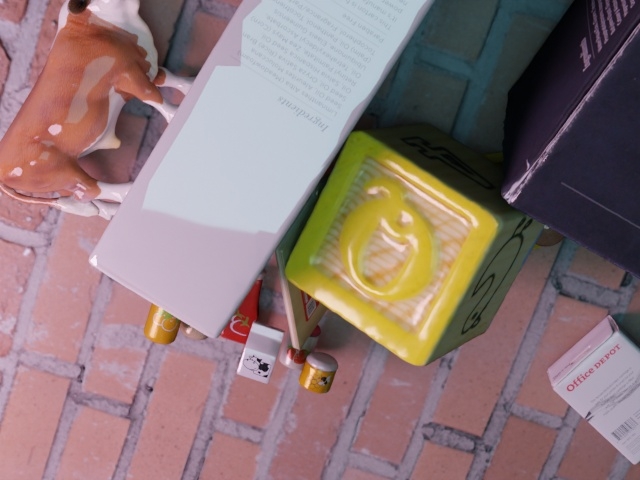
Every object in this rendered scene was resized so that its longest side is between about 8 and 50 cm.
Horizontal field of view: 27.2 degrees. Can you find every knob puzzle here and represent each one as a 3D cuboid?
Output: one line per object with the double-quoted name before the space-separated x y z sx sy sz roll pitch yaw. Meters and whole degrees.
"knob puzzle" 0.000 0.000 1.525 0.030 0.213 0.213 17 110 23

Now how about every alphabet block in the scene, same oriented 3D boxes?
"alphabet block" 0.110 -0.003 1.442 0.193 0.197 0.192 32 111 19

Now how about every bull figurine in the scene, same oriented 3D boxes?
"bull figurine" -0.251 -0.165 1.503 0.188 0.101 0.310 31 106 -10

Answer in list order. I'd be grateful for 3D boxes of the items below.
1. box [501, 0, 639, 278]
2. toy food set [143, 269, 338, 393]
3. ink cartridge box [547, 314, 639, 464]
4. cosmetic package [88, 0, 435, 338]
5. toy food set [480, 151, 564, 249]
"box" 0.511 -0.159 1.341 0.480 0.297 0.472 29 118 -8
"toy food set" -0.081 0.091 1.575 0.232 0.111 0.105 19 107 1
"ink cartridge box" 0.369 0.182 1.621 0.150 0.063 0.109 43 104 -11
"cosmetic package" -0.045 -0.146 1.387 0.161 0.230 0.453 32 105 -4
"toy food set" 0.230 -0.038 1.549 0.217 0.071 0.128 -10 107 4
